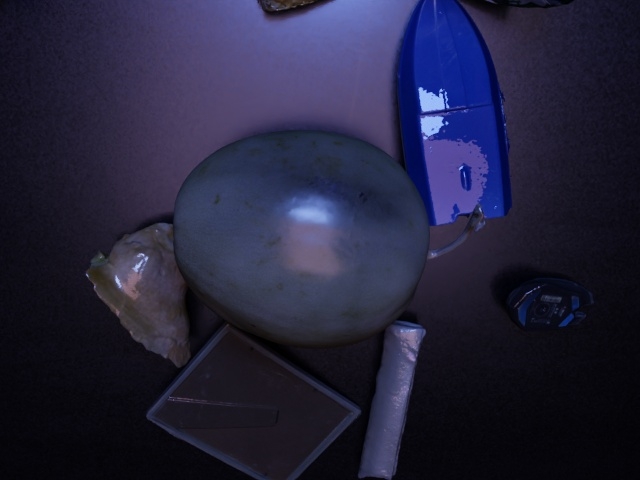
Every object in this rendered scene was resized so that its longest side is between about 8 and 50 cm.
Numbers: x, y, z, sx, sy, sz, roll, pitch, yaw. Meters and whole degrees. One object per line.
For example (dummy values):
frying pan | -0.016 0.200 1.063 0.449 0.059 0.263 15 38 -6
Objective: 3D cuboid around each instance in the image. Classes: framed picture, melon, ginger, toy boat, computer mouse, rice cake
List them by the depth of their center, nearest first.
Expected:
melon | -0.015 -0.004 0.678 0.308 0.272 0.271 31 102 -5
toy boat | 0.163 -0.171 0.727 0.129 0.088 0.295 -8 94 2
ginger | -0.207 0.070 0.775 0.123 0.115 0.193 -36 116 -10
computer mouse | 0.317 0.086 0.809 0.135 0.047 0.079 7 117 -14
framed picture | -0.092 0.250 0.834 0.260 0.023 0.189 37 101 -20
rice cake | 0.102 0.238 0.842 0.057 0.052 0.256 8 104 0

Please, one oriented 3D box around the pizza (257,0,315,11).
pizza | 0.008 -0.386 0.674 0.204 0.080 0.188 -16 127 -7

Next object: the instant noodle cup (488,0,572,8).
instant noodle cup | 0.204 -0.382 0.595 0.240 0.240 0.178 26 91 -7
